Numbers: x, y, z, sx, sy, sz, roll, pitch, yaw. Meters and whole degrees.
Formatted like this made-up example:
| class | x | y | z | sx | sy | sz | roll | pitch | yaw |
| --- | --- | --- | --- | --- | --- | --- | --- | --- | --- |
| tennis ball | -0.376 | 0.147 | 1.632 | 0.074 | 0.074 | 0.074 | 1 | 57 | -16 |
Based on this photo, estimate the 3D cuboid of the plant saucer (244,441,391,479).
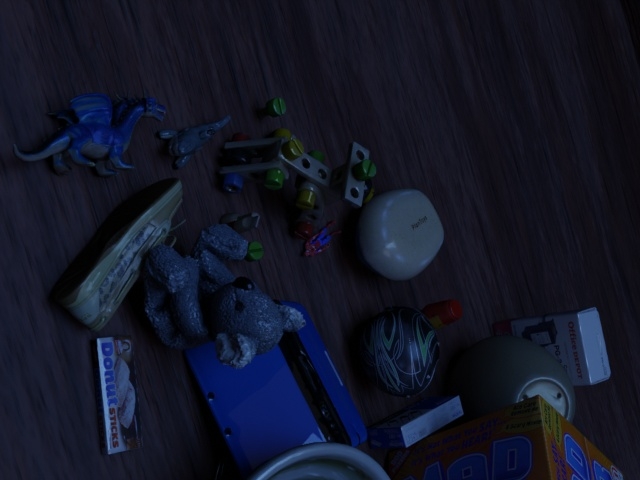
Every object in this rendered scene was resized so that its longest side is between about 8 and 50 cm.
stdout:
| class | x | y | z | sx | sy | sz | roll | pitch | yaw |
| --- | --- | --- | --- | --- | --- | --- | --- | --- | --- |
| plant saucer | -0.042 | 0.512 | 1.405 | 0.401 | 0.101 | 0.400 | -4 | 97 | -37 |

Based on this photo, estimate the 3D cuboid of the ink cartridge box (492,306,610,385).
| class | x | y | z | sx | sy | sz | roll | pitch | yaw |
| --- | --- | --- | --- | --- | --- | --- | --- | --- | --- |
| ink cartridge box | 0.553 | 0.263 | 2.106 | 0.100 | 0.237 | 0.171 | -5 | 84 | -47 |

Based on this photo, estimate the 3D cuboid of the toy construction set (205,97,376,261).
| class | x | y | z | sx | sy | sz | roll | pitch | yaw |
| --- | --- | --- | --- | --- | --- | --- | --- | --- | --- |
| toy construction set | -0.044 | -0.099 | 1.584 | 0.257 | 0.237 | 0.309 | 56 | 47 | -20 |

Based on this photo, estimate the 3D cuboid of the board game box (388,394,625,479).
| class | x | y | z | sx | sy | sz | roll | pitch | yaw |
| --- | --- | --- | --- | --- | --- | --- | --- | --- | --- |
| board game box | 0.377 | 0.584 | 1.688 | 0.356 | 0.356 | 0.356 | 41 | 34 | -32 |

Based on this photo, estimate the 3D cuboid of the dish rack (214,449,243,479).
| class | x | y | z | sx | sy | sz | roll | pitch | yaw |
| --- | --- | --- | --- | --- | --- | --- | --- | --- | --- |
| dish rack | -0.073 | 0.496 | 1.526 | 0.272 | 0.074 | 0.208 | 30 | 61 | -39 |

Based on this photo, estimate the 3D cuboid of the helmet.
| class | x | y | z | sx | sy | sz | roll | pitch | yaw |
| --- | --- | --- | --- | --- | --- | --- | --- | --- | --- |
| helmet | 0.156 | 0.225 | 1.764 | 0.169 | 0.169 | 0.161 | 63 | 29 | -14 |

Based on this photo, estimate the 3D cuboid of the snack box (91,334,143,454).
| class | x | y | z | sx | sy | sz | roll | pitch | yaw |
| --- | --- | --- | --- | --- | --- | --- | --- | --- | --- |
| snack box | -0.318 | 0.240 | 1.370 | 0.064 | 0.022 | 0.178 | -1 | 81 | -45 |

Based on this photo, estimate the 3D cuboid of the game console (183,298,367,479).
| class | x | y | z | sx | sy | sz | roll | pitch | yaw |
| --- | --- | --- | --- | --- | --- | --- | --- | --- | --- |
| game console | -0.072 | 0.270 | 1.559 | 0.293 | 0.173 | 0.250 | 63 | 11 | 12 |

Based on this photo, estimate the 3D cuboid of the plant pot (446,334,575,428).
| class | x | y | z | sx | sy | sz | roll | pitch | yaw |
| --- | --- | --- | --- | --- | --- | --- | --- | --- | --- |
| plant pot | 0.442 | 0.352 | 1.915 | 0.284 | 0.191 | 0.284 | 1 | 86 | -13 |

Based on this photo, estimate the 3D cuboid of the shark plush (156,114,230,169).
| class | x | y | z | sx | sy | sz | roll | pitch | yaw |
| --- | --- | --- | --- | --- | --- | --- | --- | --- | --- |
| shark plush | -0.212 | -0.178 | 1.554 | 0.161 | 0.067 | 0.073 | -23 | 96 | -46 |

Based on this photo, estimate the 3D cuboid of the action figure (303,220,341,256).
| class | x | y | z | sx | sy | sz | roll | pitch | yaw |
| --- | --- | --- | --- | --- | --- | --- | --- | --- | --- |
| action figure | 0.000 | 0.000 | 1.758 | 0.115 | 0.030 | 0.038 | -42 | 115 | -41 |

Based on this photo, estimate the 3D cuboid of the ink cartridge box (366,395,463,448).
| class | x | y | z | sx | sy | sz | roll | pitch | yaw |
| --- | --- | --- | --- | --- | --- | --- | --- | --- | --- |
| ink cartridge box | 0.197 | 0.375 | 1.813 | 0.207 | 0.097 | 0.046 | -14 | 90 | -46 |

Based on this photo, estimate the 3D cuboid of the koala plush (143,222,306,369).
| class | x | y | z | sx | sy | sz | roll | pitch | yaw |
| --- | --- | --- | --- | --- | --- | --- | --- | --- | --- |
| koala plush | -0.147 | 0.114 | 1.396 | 0.196 | 0.221 | 0.203 | -28 | 135 | -51 |

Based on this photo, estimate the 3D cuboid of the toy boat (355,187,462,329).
| class | x | y | z | sx | sy | sz | roll | pitch | yaw |
| --- | --- | --- | --- | --- | --- | --- | --- | --- | --- |
| toy boat | 0.176 | 0.052 | 1.861 | 0.267 | 0.148 | 0.318 | -24 | 90 | -51 |

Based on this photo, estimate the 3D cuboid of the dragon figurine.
| class | x | y | z | sx | sy | sz | roll | pitch | yaw |
| --- | --- | --- | --- | --- | --- | --- | --- | --- | --- |
| dragon figurine | -0.371 | -0.179 | 1.377 | 0.289 | 0.085 | 0.144 | -2 | 81 | -47 |

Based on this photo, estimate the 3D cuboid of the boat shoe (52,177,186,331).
| class | x | y | z | sx | sy | sz | roll | pitch | yaw |
| --- | --- | --- | --- | --- | --- | --- | --- | --- | --- |
| boat shoe | -0.306 | 0.015 | 1.394 | 0.285 | 0.105 | 0.089 | -53 | 122 | -28 |
